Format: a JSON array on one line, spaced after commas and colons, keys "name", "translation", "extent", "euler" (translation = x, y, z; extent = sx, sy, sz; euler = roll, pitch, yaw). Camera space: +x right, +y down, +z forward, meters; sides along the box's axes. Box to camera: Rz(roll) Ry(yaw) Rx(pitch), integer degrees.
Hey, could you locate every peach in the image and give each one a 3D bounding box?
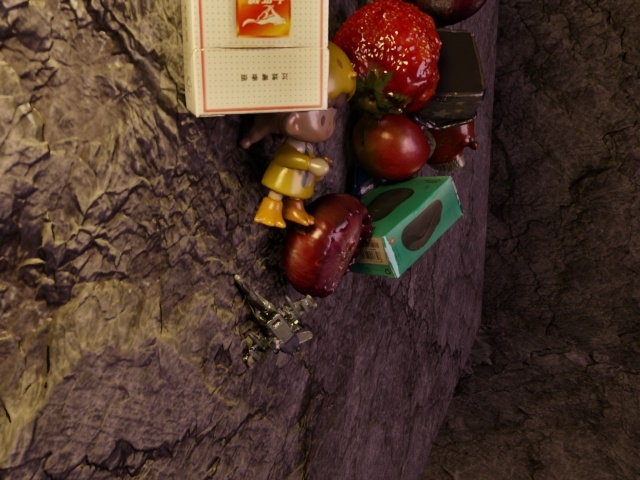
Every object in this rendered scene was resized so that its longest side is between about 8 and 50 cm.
[{"name": "peach", "translation": [0.179, -0.246, 1.733], "extent": [0.192, 0.190, 0.190], "euler": [-5, 106, -30]}]

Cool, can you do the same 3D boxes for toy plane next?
[{"name": "toy plane", "translation": [-0.099, 0.155, 1.363], "extent": [0.192, 0.088, 0.262], "euler": [-44, 142, -13]}]

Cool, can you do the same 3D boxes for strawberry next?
[{"name": "strawberry", "translation": [0.151, -0.408, 1.524], "extent": [0.277, 0.257, 0.257], "euler": [-64, 154, -14]}]

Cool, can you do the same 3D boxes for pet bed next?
[{"name": "pet bed", "translation": [0.295, -0.393, 1.696], "extent": [0.159, 0.183, 0.211], "euler": [115, -31, -65]}]

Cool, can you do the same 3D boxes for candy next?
[{"name": "candy", "translation": [0.153, -0.102, 1.885], "extent": [0.331, 0.077, 0.187], "euler": [2, 94, -64]}]

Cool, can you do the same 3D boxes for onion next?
[{"name": "onion", "translation": [0.007, 0.008, 1.466], "extent": [0.248, 0.161, 0.248], "euler": [-30, 125, -55]}]

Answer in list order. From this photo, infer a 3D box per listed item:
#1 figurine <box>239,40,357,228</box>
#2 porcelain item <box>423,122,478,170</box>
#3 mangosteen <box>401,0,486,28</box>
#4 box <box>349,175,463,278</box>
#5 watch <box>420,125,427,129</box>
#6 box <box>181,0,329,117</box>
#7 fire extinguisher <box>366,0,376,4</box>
[{"name": "figurine", "translation": [-0.043, -0.198, 1.257], "extent": [0.215, 0.187, 0.344], "euler": [-28, 130, -74]}, {"name": "porcelain item", "translation": [0.387, -0.329, 2.127], "extent": [0.253, 0.253, 0.253], "euler": [9, 90, -68]}, {"name": "mangosteen", "translation": [0.280, -0.644, 1.718], "extent": [0.306, 0.306, 0.359], "euler": [-56, 157, -46]}, {"name": "box", "translation": [0.178, -0.042, 1.689], "extent": [0.311, 0.205, 0.118], "euler": [-39, 121, -36]}, {"name": "watch", "translation": [0.269, -0.367, 1.851], "extent": [0.248, 0.211, 0.217], "euler": [-46, -172, 33]}, {"name": "box", "translation": [-0.097, -0.356, 1.025], "extent": [0.095, 0.210, 0.330], "euler": [-139, -134, -61]}, {"name": "fire extinguisher", "translation": [0.144, -0.473, 1.692], "extent": [0.105, 0.104, 0.269], "euler": [-43, 137, -56]}]
